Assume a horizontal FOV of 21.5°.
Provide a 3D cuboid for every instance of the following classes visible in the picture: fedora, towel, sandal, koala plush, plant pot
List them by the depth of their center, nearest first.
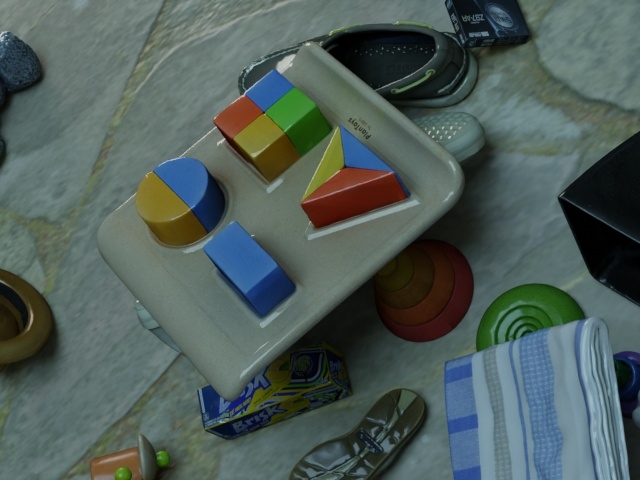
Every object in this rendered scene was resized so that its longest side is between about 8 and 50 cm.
[{"bbox_3d":[0.208,0.198,1.682,0.285,0.034,0.209,-25,68,60],"label":"towel"},{"bbox_3d":[0.377,-0.022,1.696,0.188,0.187,0.167,32,77,32],"label":"plant pot"},{"bbox_3d":[0.045,0.236,1.859,0.180,0.049,0.072,-41,64,-7],"label":"sandal"},{"bbox_3d":[-0.433,0.109,2.113,0.194,0.194,0.079,42,132,32],"label":"fedora"},{"bbox_3d":[-0.526,-0.219,2.209,0.203,0.221,0.196,19,84,32],"label":"koala plush"}]

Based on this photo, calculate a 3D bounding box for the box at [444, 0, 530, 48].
[{"bbox_3d":[0.191,-0.254,1.928,0.083,0.018,0.067,-6,62,-21],"label":"box"}]

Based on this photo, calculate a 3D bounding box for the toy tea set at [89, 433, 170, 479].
[{"bbox_3d":[-0.183,0.368,1.878,0.124,0.200,0.336,-6,67,-7],"label":"toy tea set"}]

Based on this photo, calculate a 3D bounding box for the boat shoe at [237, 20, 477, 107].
[{"bbox_3d":[0.029,-0.203,1.984,0.305,0.091,0.109,-3,72,27],"label":"boat shoe"}]

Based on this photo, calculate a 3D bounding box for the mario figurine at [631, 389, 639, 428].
[{"bbox_3d":[0.367,0.251,1.601,0.320,0.170,0.198,-50,24,-4],"label":"mario figurine"}]

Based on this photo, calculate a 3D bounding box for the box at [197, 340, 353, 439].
[{"bbox_3d":[-0.054,0.173,1.921,0.169,0.059,0.054,-23,62,20],"label":"box"}]

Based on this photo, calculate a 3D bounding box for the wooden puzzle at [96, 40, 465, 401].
[{"bbox_3d":[-0.062,-0.041,1.818,0.348,0.080,0.322,-44,48,-3],"label":"wooden puzzle"}]

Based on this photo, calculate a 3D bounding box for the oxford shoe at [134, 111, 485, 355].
[{"bbox_3d":[0.000,0.000,1.921,0.449,0.169,0.130,-33,105,7],"label":"oxford shoe"}]

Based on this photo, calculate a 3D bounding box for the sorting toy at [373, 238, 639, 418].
[{"bbox_3d":[0.185,0.084,1.786,0.366,0.126,0.127,25,86,33],"label":"sorting toy"}]
